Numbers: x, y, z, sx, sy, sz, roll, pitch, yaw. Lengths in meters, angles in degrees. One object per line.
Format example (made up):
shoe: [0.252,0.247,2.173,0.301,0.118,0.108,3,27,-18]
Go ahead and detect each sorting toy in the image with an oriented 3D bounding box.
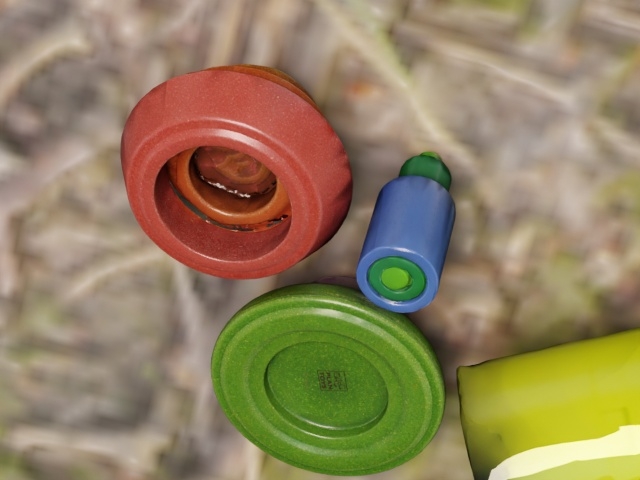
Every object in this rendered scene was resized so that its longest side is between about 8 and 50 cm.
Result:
sorting toy: [0.000,0.000,0.412,0.061,0.042,0.102,-11,123,23]

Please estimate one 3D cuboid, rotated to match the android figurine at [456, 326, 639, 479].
android figurine: [0.172,0.051,0.392,0.273,0.056,0.248,-10,125,8]
